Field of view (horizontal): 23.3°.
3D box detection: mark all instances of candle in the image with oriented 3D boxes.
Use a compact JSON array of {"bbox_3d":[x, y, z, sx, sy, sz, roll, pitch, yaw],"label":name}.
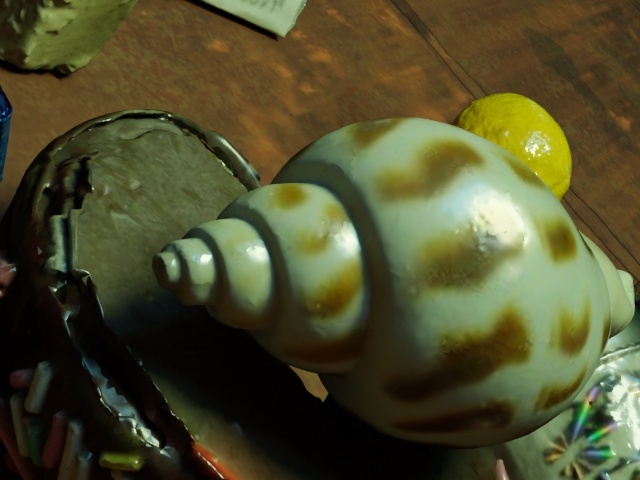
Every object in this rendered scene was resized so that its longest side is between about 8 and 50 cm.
[{"bbox_3d":[0.211,0.195,1.037,0.187,0.187,0.330,6,48,-52],"label":"candle"}]

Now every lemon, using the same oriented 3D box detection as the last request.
[{"bbox_3d":[0.171,-0.077,1.436,0.114,0.114,0.155,30,19,-28],"label":"lemon"}]

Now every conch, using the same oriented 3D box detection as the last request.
[{"bbox_3d":[0.046,0.024,0.787,0.275,0.182,0.149,30,64,-27],"label":"conch"}]

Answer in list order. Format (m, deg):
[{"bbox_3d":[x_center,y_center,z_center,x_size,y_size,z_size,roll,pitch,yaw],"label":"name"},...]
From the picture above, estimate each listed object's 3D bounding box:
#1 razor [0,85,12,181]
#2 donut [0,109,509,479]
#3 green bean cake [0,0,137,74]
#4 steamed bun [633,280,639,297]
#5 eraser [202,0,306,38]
[{"bbox_3d":[-0.312,-0.154,0.925,0.324,0.093,0.056,45,62,6],"label":"razor"},{"bbox_3d":[-0.056,0.094,0.855,0.345,0.136,0.259,45,29,0],"label":"donut"},{"bbox_3d":[-0.207,-0.214,1.086,0.085,0.109,0.179,-6,57,-56],"label":"green bean cake"},{"bbox_3d":[0.325,0.105,1.421,0.145,0.106,0.175,46,12,11],"label":"steamed bun"},{"bbox_3d":[-0.181,-0.325,1.308,0.396,0.082,0.213,17,38,-44],"label":"eraser"}]
